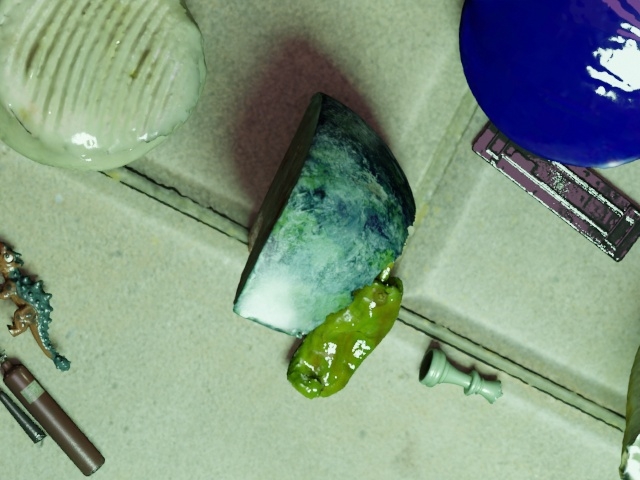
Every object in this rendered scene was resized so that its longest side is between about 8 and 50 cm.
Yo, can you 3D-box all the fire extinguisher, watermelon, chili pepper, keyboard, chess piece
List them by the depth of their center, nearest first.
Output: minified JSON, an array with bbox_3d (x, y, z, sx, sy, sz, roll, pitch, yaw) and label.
[{"bbox_3d":[0.000,0.000,1.642,0.148,0.318,0.226,31,134,-10],"label":"watermelon"},{"bbox_3d":[0.044,0.080,1.726,0.072,0.073,0.204,32,105,-24],"label":"chili pepper"},{"bbox_3d":[-0.300,0.183,1.738,0.049,0.035,0.173,-33,99,39],"label":"fire extinguisher"},{"bbox_3d":[0.258,-0.060,1.751,0.204,0.013,0.061,37,93,-6],"label":"keyboard"},{"bbox_3d":[0.154,0.149,1.757,0.093,0.042,0.042,21,95,-12],"label":"chess piece"}]

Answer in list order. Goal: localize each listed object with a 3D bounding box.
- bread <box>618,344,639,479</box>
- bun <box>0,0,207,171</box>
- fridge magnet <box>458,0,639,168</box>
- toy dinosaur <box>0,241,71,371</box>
[{"bbox_3d":[0.472,0.174,1.678,0.395,0.264,0.239,-15,109,-1],"label":"bread"},{"bbox_3d":[-0.240,-0.180,1.641,0.239,0.141,0.239,4,77,-18],"label":"bun"},{"bbox_3d":[0.271,-0.200,1.657,0.265,0.113,0.265,7,116,16],"label":"fridge magnet"},{"bbox_3d":[-0.305,0.071,1.715,0.055,0.049,0.154,-29,92,-3],"label":"toy dinosaur"}]
